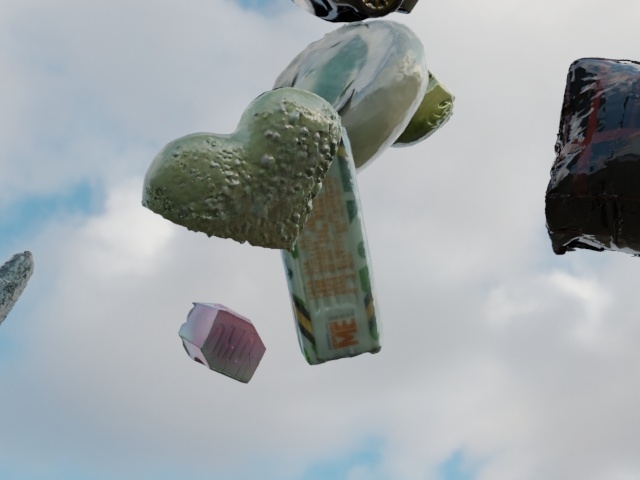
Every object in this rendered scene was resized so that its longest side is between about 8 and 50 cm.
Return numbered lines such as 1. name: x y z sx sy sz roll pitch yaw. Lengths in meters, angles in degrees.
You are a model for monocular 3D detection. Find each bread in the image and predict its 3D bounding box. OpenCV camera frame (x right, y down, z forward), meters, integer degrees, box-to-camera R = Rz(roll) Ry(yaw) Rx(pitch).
1. bread: -0.068 -0.057 0.958 0.232 0.064 0.172 -29 -54 -18

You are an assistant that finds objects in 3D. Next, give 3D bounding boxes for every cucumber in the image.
1. cucumber: -0.501 0.104 1.381 0.067 0.293 0.068 3 -59 6

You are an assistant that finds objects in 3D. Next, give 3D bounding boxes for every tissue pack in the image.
1. tissue pack: 0.000 0.000 1.300 0.128 0.311 0.228 -10 4 -1

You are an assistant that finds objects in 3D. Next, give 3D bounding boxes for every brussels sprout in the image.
1. brussels sprout: 0.176 -0.258 1.835 0.161 0.144 0.180 16 -50 -41

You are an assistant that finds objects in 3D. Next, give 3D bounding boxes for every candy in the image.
1. candy: 0.032 -0.215 1.595 0.186 0.386 0.427 38 -27 -19

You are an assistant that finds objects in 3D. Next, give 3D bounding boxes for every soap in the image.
1. soap: -0.154 0.158 1.454 0.149 0.056 0.100 35 -101 -47

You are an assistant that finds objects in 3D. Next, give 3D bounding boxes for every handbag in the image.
1. handbag: 0.308 -0.080 0.884 0.169 0.215 0.155 1 -40 26

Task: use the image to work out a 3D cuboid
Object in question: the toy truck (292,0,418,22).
1. toy truck: -0.019 -0.434 1.038 0.405 0.180 0.254 35 -89 -27
